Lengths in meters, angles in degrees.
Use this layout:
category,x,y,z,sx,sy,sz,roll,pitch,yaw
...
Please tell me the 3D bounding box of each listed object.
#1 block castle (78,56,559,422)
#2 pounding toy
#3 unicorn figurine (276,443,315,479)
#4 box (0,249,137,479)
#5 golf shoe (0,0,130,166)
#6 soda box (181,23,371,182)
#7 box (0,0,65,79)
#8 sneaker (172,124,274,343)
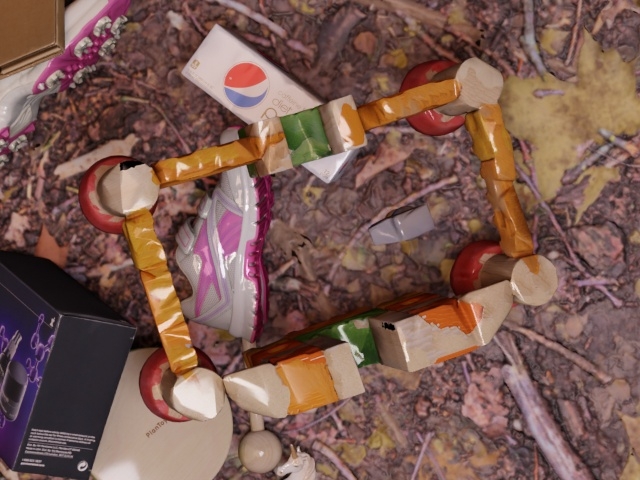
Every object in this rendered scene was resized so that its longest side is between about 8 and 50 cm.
category,x,y,z,sx,sy,sz,roll,pitch,yaw
block castle,0.000,0.000,1.544,0.453,0.213,0.303,-18,93,-13
pounding toy,-0.179,0.219,1.727,0.237,0.110,0.183,-11,80,-18
unicorn figurine,-0.033,0.318,1.722,0.111,0.060,0.162,-33,104,10
box,-0.329,0.134,1.657,0.103,0.261,0.184,16,97,-36
golf shoe,-0.357,-0.212,1.709,0.306,0.115,0.140,-43,83,9
soda box,-0.050,-0.158,1.678,0.216,0.069,0.074,37,99,5
box,-0.371,-0.263,1.683,0.164,0.021,0.201,-20,51,15
sneaker,-0.118,-0.008,1.684,0.111,0.103,0.252,3,94,8
